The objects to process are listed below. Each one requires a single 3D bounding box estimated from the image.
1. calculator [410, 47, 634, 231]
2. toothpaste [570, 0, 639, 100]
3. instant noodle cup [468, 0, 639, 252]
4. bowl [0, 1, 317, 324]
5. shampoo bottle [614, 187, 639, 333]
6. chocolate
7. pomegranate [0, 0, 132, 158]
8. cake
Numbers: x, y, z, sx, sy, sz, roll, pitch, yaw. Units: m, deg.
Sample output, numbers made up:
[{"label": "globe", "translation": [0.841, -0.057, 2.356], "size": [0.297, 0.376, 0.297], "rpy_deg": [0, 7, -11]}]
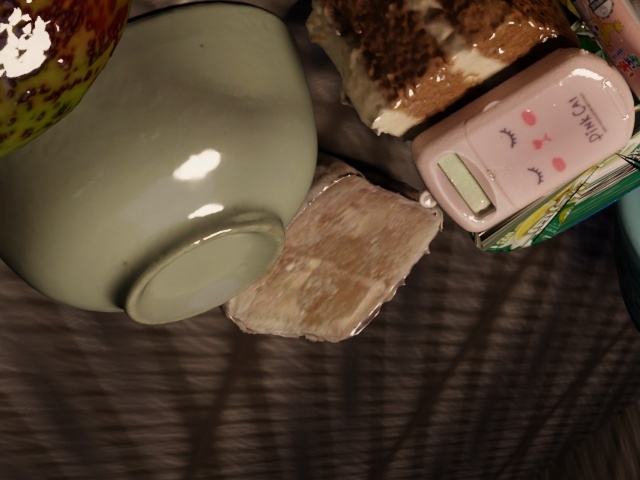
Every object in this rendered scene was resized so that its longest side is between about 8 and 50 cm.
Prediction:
[{"label": "calculator", "translation": [0.146, -0.072, 1.175], "size": [0.175, 0.032, 0.100], "rpy_deg": [-32, 126, 12]}, {"label": "toothpaste", "translation": [0.201, -0.186, 1.184], "size": [0.043, 0.194, 0.067], "rpy_deg": [-30, 175, -12]}, {"label": "instant noodle cup", "translation": [0.182, -0.123, 1.338], "size": [0.240, 0.178, 0.240], "rpy_deg": [-26, 160, -10]}, {"label": "bowl", "translation": [-0.113, -0.031, 1.198], "size": [0.289, 0.146, 0.289], "rpy_deg": [-25, 160, -10]}, {"label": "shampoo bottle", "translation": [0.496, -0.021, 1.810], "size": [0.331, 0.331, 0.343], "rpy_deg": [-31, 159, 2]}, {"label": "chocolate", "translation": [0.000, 0.000, 1.503], "size": [0.185, 0.100, 0.303], "rpy_deg": [-46, 160, 12]}, {"label": "pomegranate", "translation": [-0.206, -0.149, 0.748], "size": [0.214, 0.214, 0.248], "rpy_deg": [-30, 127, 1]}, {"label": "cake", "translation": [0.086, -0.155, 1.187], "size": [0.147, 0.135, 0.134], "rpy_deg": [-43, 153, 24]}]
